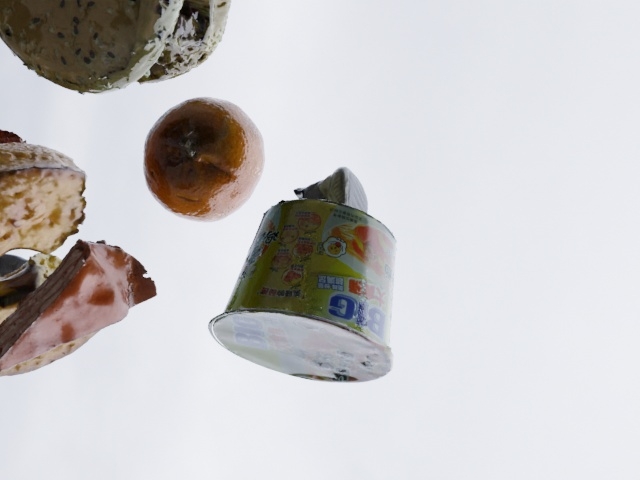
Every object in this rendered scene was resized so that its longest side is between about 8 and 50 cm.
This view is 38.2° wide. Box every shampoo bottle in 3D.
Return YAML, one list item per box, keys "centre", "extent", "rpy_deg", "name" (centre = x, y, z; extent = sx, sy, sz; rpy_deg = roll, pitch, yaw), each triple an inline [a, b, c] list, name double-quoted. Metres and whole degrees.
- centre: [-0.743, 0.070, 2.108]
  extent: [0.234, 0.049, 0.087]
  rpy_deg: [-2, -62, 30]
  name: "shampoo bottle"

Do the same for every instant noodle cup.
- centre: [-0.005, 0.057, 1.029]
  extent: [0.205, 0.205, 0.153]
  rpy_deg: [-27, -139, 52]
  name: "instant noodle cup"

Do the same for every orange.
- centre: [-0.207, -0.142, 1.625]
  extent: [0.170, 0.224, 0.224]
  rpy_deg: [25, 74, -77]
  name: "orange"

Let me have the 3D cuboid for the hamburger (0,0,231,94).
- centre: [-0.264, -0.324, 1.151]
  extent: [0.318, 0.195, 0.276]
  rpy_deg: [-6, -81, 28]
  name: "hamburger"

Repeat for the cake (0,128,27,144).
- centre: [-0.581, -0.090, 1.686]
  extent: [0.086, 0.117, 0.220]
  rpy_deg: [115, -29, -76]
  name: "cake"

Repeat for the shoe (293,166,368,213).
- centre: [0.000, 0.000, 1.341]
  extent: [0.112, 0.099, 0.227]
  rpy_deg: [-6, -123, 31]
  name: "shoe"

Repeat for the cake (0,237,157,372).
- centre: [-0.387, 0.097, 1.329]
  extent: [0.098, 0.287, 0.135]
  rpy_deg: [44, -18, 49]
  name: "cake"

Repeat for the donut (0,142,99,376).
- centre: [-0.559, 0.031, 1.534]
  extent: [0.163, 0.378, 0.435]
  rpy_deg: [48, -42, 40]
  name: "donut"
